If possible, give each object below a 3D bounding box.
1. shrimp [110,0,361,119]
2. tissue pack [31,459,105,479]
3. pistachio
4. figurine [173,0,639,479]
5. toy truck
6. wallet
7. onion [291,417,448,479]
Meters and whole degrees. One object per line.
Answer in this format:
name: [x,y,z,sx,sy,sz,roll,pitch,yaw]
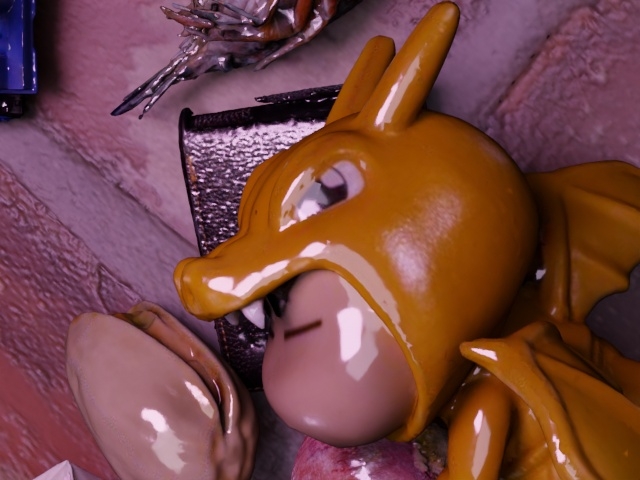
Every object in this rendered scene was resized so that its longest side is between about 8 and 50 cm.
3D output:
shrimp: [-0.045,-0.243,1.097,0.372,0.137,0.172,-28,52,5]
tissue pack: [-0.206,0.307,1.108,0.185,0.225,0.124,-31,50,13]
pistachio: [-0.138,0.144,1.127,0.144,0.144,0.215,-50,58,11]
figurine: [0.125,0.045,0.975,0.387,0.401,0.268,44,135,-9]
toy truck: [-0.353,-0.181,1.130,0.213,0.177,0.161,1,96,11]
wallet: [0.000,0.000,1.131,0.221,0.071,0.262,-7,100,11]
onion: [0.042,0.212,1.107,0.159,0.159,0.195,50,131,4]
